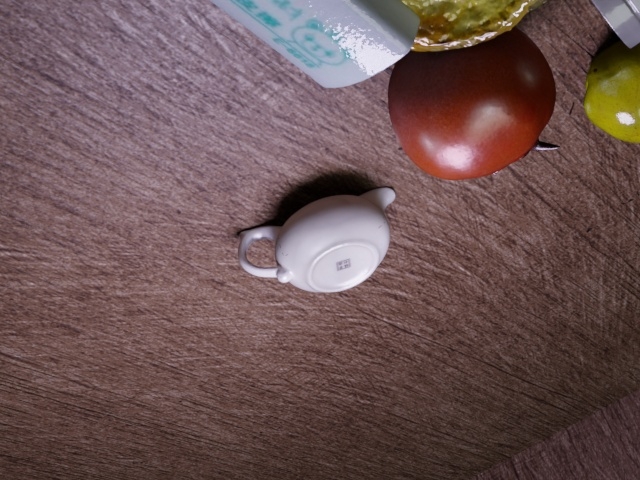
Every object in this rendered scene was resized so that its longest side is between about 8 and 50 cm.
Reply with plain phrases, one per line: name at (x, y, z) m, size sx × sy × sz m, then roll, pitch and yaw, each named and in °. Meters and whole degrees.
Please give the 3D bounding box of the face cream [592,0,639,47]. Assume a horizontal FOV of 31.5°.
face cream at (0.463, -0.392, 1.639) m, size 0.153 × 0.177 × 0.177 m, roll -34°, pitch 144°, yaw 20°

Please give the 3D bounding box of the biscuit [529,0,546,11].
biscuit at (0.298, -0.390, 1.703) m, size 0.152 × 0.020 × 0.152 m, roll -13°, pitch 147°, yaw -9°

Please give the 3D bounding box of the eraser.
eraser at (-0.034, -0.322, 1.471) m, size 0.290 × 0.104 × 0.189 m, roll 33°, pitch 146°, yaw -31°

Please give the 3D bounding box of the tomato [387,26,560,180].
tomato at (0.227, -0.216, 1.722) m, size 0.255 × 0.256 × 0.224 m, roll -30°, pitch 132°, yaw 17°

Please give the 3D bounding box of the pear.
pear at (0.535, -0.254, 1.881) m, size 0.198 × 0.198 × 0.198 m, roll -13°, pitch 147°, yaw -9°

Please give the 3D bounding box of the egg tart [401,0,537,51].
egg tart at (0.164, -0.381, 1.533) m, size 0.294 × 0.123 × 0.294 m, roll 2°, pitch 146°, yaw 1°

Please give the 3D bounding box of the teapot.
teapot at (0.000, 0.000, 2.025) m, size 0.299 × 0.166 × 0.208 m, roll -8°, pitch 154°, yaw -3°
